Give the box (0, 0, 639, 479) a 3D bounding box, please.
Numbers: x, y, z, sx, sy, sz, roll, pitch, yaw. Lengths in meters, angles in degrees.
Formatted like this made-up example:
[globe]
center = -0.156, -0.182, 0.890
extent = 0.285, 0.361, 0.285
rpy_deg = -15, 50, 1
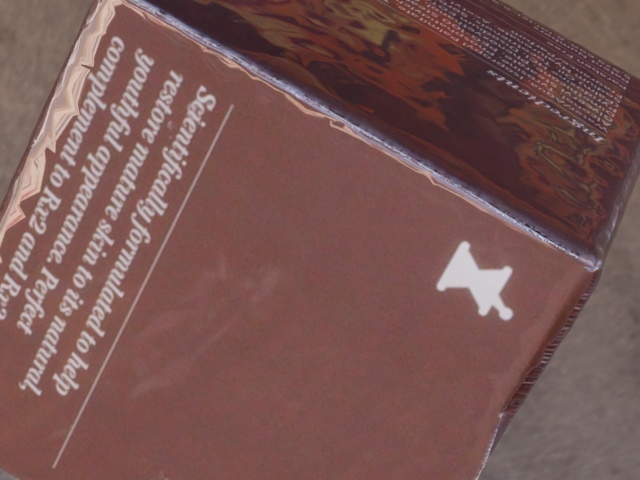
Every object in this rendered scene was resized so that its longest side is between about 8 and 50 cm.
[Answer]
[box]
center = 0.000, 0.000, 0.609
extent = 0.167, 0.168, 0.203
rpy_deg = 31, 24, 4
